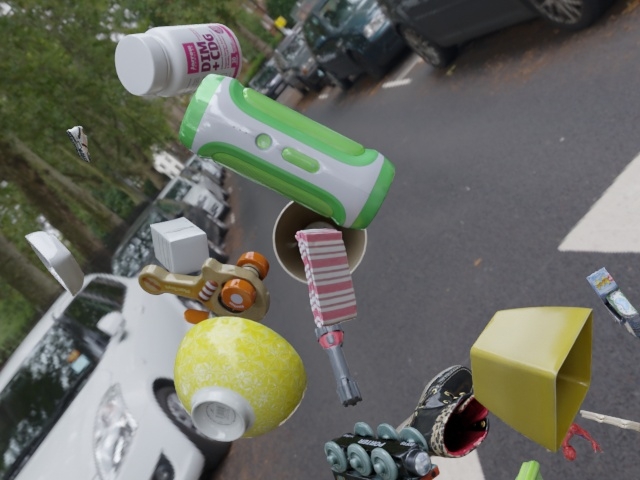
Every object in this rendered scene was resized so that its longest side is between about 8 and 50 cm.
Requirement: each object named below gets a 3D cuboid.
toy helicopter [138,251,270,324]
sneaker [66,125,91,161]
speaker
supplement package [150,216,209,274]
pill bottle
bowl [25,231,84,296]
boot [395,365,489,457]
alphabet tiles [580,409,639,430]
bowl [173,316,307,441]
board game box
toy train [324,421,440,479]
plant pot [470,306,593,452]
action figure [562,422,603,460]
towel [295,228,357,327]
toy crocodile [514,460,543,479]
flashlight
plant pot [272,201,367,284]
[{"bbox_3d":[-0.303,0.140,1.702,0.140,0.355,0.235,-69,-15,-49],"label":"toy helicopter"},{"bbox_3d":[-0.656,-0.266,1.804,0.040,0.109,0.044,17,47,32],"label":"sneaker"},{"bbox_3d":[-0.047,-0.126,0.945,0.131,0.296,0.131,-63,6,12],"label":"speaker"},{"bbox_3d":[-0.386,0.015,1.793,0.105,0.105,0.179,-15,23,-28],"label":"supplement package"},{"bbox_3d":[-0.337,-0.432,1.569,0.160,0.160,0.283,-40,-8,40],"label":"pill bottle"},{"bbox_3d":[-0.597,0.047,1.490,0.053,0.142,0.142,-38,-35,-24],"label":"bowl"},{"bbox_3d":[0.363,0.471,1.792,0.377,0.138,0.284,-37,-3,-30],"label":"boot"},{"bbox_3d":[0.749,0.432,1.491,0.278,0.284,0.021,165,119,-69],"label":"alphabet tiles"},{"bbox_3d":[-0.185,0.317,1.348,0.289,0.289,0.156,-44,13,31],"label":"bowl"},{"bbox_3d":[0.834,0.171,1.855,0.060,0.194,0.194,-36,43,15],"label":"board game box"},{"bbox_3d":[0.142,0.527,1.487,0.142,0.190,0.334,-24,4,-35],"label":"toy train"},{"bbox_3d":[0.423,0.256,1.324,0.187,0.212,0.212,13,39,36],"label":"plant pot"},{"bbox_3d":[0.562,0.411,1.536,0.091,0.139,0.280,-36,27,22],"label":"action figure"},{"bbox_3d":[0.015,0.074,1.330,0.029,0.197,0.144,-15,-7,33],"label":"towel"},{"bbox_3d":[0.445,0.612,1.377,0.105,0.340,0.115,9,27,29],"label":"toy crocodile"},{"bbox_3d":[0.068,0.435,2.307,0.103,0.103,0.304,-51,49,42],"label":"flashlight"},{"bbox_3d":[0.000,0.000,1.901,0.256,0.256,0.274,-52,-2,-1],"label":"plant pot"}]
